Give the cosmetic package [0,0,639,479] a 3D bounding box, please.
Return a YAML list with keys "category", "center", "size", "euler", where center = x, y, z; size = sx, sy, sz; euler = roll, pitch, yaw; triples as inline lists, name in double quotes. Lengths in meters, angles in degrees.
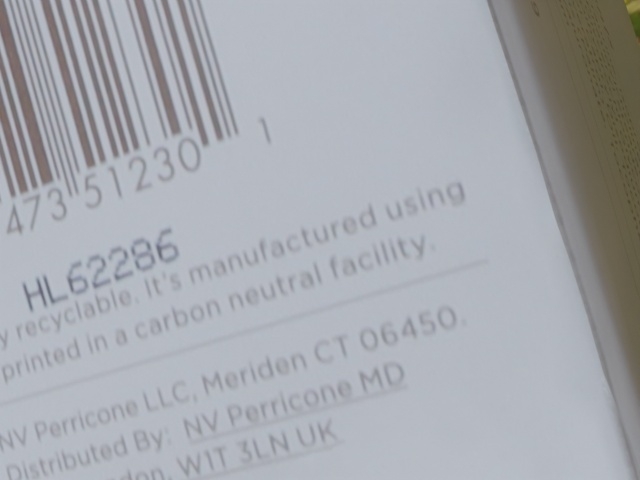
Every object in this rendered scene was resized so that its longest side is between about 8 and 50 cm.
- category: "cosmetic package"
  center: [0.000, 0.000, 0.572]
  size: [0.394, 0.330, 0.327]
  euler: [-8, -100, -67]
